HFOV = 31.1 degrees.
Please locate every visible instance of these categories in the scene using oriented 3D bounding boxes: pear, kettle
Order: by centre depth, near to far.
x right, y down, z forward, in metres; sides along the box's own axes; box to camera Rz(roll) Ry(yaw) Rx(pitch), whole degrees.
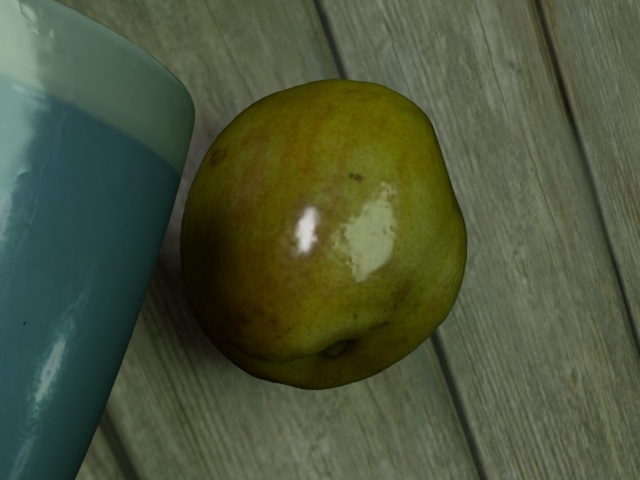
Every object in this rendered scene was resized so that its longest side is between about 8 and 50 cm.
[{"bbox_3d":[-0.200,0.079,0.503,0.319,0.247,0.342,36,66,-71],"label":"kettle"},{"bbox_3d":[0.000,0.000,0.744,0.200,0.200,0.200,5,83,-49],"label":"pear"}]
